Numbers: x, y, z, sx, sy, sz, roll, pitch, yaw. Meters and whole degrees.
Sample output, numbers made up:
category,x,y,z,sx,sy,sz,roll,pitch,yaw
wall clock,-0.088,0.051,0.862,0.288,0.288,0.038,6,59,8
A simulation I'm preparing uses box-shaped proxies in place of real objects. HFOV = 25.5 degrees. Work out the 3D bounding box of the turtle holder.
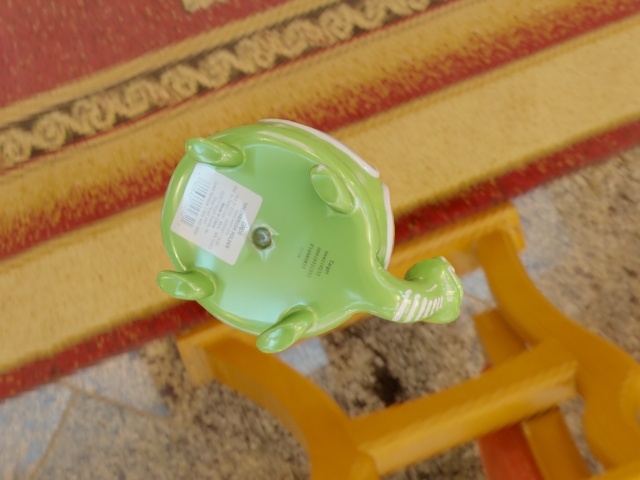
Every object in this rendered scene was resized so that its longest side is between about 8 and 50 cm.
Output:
category,x,y,z,sx,sy,sz,roll,pitch,yaw
turtle holder,-0.007,-0.019,1.585,0.320,0.227,0.243,-1,100,21
